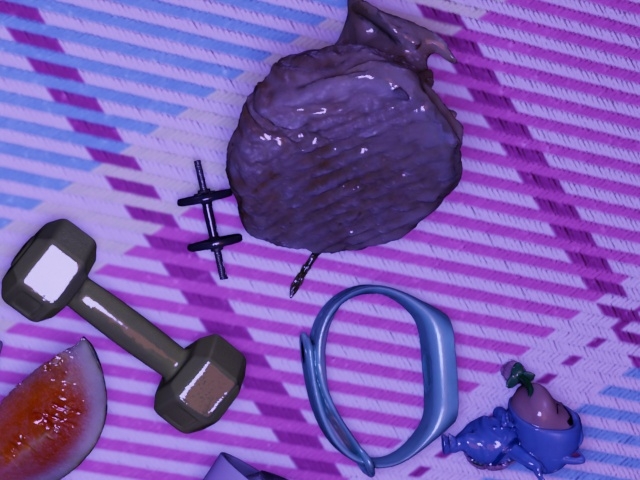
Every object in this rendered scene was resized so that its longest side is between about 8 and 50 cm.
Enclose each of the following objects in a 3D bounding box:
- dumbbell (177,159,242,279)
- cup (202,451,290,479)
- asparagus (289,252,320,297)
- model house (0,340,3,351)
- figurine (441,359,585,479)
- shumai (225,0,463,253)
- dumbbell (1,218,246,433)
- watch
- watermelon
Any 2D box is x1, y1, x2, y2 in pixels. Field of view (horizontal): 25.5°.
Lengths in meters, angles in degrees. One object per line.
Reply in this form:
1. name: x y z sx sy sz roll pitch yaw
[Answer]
1. dumbbell: -0.132 -0.024 1.693 0.069 0.069 0.147 -13 94 -14
2. cup: -0.104 0.445 1.625 0.253 0.253 0.371 37 85 -13
3. asparagus: 0.000 0.000 1.757 0.016 0.016 0.162 33 83 -40
4. model house: -0.473 0.141 1.585 0.229 0.122 0.188 -22 99 -16
5. figurine: 0.243 0.229 1.782 0.178 0.114 0.144 -7 98 -6
6. shumai: 0.025 -0.153 1.682 0.267 0.262 0.314 32 128 -23
7. dumbbell: -0.228 0.102 1.653 0.302 0.121 0.108 38 53 -12
8. watch: 0.076 0.172 1.754 0.195 0.068 0.237 -5 92 -13
9. watermelon: -0.322 0.214 1.622 0.245 0.063 0.119 -42 126 15
